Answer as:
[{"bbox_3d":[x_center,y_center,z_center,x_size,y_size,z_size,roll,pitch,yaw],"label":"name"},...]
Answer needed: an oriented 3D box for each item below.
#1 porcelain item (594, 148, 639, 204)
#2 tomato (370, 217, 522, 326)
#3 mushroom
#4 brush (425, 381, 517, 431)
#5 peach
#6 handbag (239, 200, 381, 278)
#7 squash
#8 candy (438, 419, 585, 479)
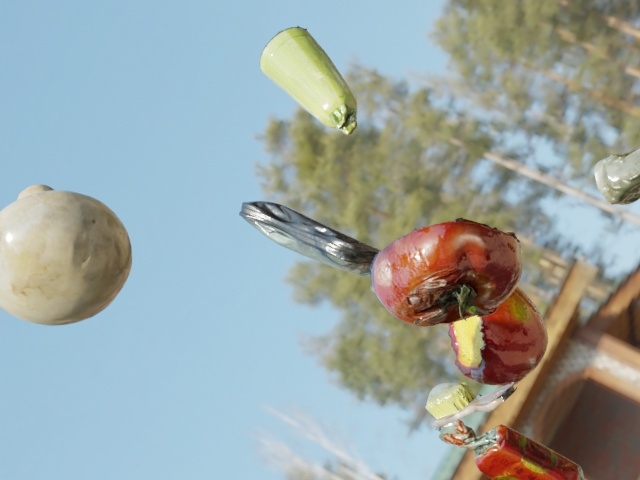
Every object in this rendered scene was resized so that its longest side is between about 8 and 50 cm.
[{"bbox_3d":[0.445,-0.112,1.680,0.081,0.069,0.216,-6,-15,-34],"label":"porcelain item"},{"bbox_3d":[0.185,0.061,1.928,0.228,0.228,0.101,72,-169,-57],"label":"tomato"},{"bbox_3d":[-0.363,0.021,1.826,0.209,0.206,0.206,-135,69,-78],"label":"mushroom"},{"bbox_3d":[0.227,0.247,2.089,0.072,0.067,0.313,-42,-1,-17],"label":"brush"},{"bbox_3d":[0.330,0.173,2.605,0.196,0.226,0.190,-49,5,15],"label":"peach"},{"bbox_3d":[-0.002,-0.001,2.460,0.192,0.332,0.074,20,-89,-48],"label":"handbag"},{"bbox_3d":[-0.003,-0.216,1.902,0.094,0.224,0.094,-19,-44,-19],"label":"squash"},{"bbox_3d":[0.310,0.340,1.980,0.086,0.292,0.059,-53,12,38],"label":"candy"}]
